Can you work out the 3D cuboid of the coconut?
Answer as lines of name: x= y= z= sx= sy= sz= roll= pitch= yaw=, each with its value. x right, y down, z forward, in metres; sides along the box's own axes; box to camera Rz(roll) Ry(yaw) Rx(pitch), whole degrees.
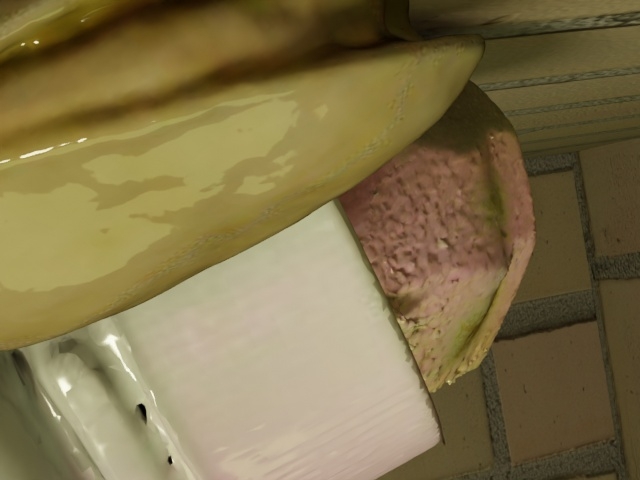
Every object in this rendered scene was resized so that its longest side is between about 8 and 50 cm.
coconut: x=0.000 y=0.000 z=0.859 sx=0.233 sy=0.233 sz=0.245 roll=-9 pitch=179 yaw=38

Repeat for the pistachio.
pistachio: x=-0.070 y=-0.040 z=0.399 sx=0.226 sy=0.136 sz=0.136 roll=-16 pitch=178 yaw=15

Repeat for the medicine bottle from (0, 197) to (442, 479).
medicine bottle: x=-0.140 y=0.057 z=0.574 sx=0.325 sy=0.256 sz=0.256 roll=-25 pitch=180 yaw=-2
